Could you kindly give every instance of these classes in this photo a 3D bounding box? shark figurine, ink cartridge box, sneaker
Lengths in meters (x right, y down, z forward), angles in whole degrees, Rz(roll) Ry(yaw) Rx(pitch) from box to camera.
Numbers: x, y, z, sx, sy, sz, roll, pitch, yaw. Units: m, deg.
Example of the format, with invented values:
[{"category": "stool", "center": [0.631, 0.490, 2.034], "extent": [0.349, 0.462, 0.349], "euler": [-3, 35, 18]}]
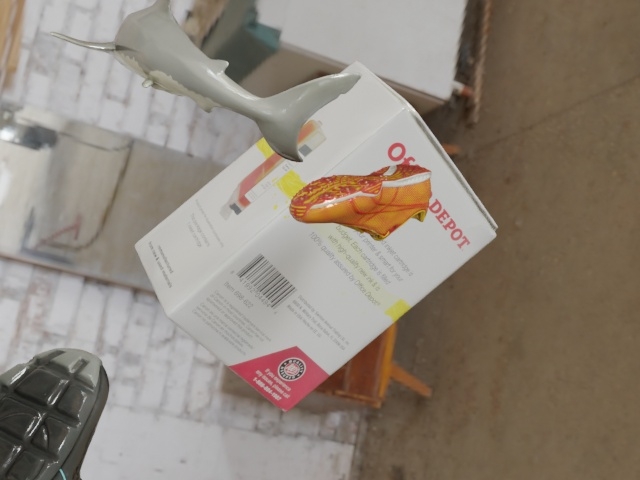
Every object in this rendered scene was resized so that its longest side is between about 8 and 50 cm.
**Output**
[{"category": "shark figurine", "center": [-0.109, -0.172, 0.851], "extent": [0.278, 0.166, 0.116], "euler": [33, 101, 44]}, {"category": "ink cartridge box", "center": [0.000, 0.000, 1.323], "extent": [0.384, 0.279, 0.160], "euler": [-39, 41, 3]}, {"category": "sneaker", "center": [-0.225, 0.202, 0.707], "extent": [0.101, 0.106, 0.267], "euler": [17, 69, 30]}, {"category": "sneaker", "center": [0.043, -0.028, 0.912], "extent": [0.064, 0.175, 0.067], "euler": [16, 108, 45]}]
